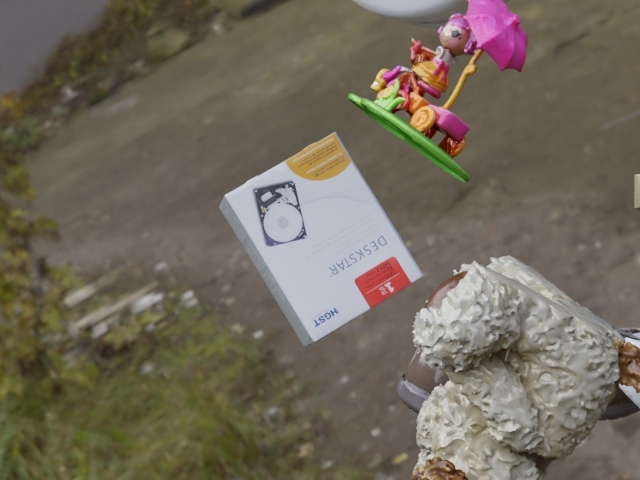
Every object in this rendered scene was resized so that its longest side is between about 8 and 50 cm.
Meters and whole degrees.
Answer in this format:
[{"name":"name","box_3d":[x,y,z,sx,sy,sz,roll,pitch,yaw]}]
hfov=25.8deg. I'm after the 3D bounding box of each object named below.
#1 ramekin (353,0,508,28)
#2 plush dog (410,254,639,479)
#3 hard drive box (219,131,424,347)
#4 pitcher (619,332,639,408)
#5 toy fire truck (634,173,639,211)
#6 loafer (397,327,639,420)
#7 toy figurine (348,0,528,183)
[{"name":"ramekin","box_3d":[0.124,-0.395,1.699,0.277,0.277,0.135,-19,1,26]},{"name":"plush dog","box_3d":[0.161,0.154,1.205,0.225,0.211,0.262,-60,-12,10]},{"name":"hard drive box","box_3d":[0.000,0.000,1.900,0.181,0.232,0.089,-32,-3,-13]},{"name":"pitcher","box_3d":[0.428,0.166,1.515,0.125,0.178,0.207,-38,2,-21]},{"name":"toy fire truck","box_3d":[0.661,-0.056,2.368,0.217,0.158,0.246,-1,-3,25]},{"name":"loafer","box_3d":[0.270,0.135,1.656,0.366,0.130,0.134,-3,20,-28]},{"name":"toy figurine","box_3d":[0.125,-0.163,1.342,0.159,0.130,0.173,-53,36,2]}]
